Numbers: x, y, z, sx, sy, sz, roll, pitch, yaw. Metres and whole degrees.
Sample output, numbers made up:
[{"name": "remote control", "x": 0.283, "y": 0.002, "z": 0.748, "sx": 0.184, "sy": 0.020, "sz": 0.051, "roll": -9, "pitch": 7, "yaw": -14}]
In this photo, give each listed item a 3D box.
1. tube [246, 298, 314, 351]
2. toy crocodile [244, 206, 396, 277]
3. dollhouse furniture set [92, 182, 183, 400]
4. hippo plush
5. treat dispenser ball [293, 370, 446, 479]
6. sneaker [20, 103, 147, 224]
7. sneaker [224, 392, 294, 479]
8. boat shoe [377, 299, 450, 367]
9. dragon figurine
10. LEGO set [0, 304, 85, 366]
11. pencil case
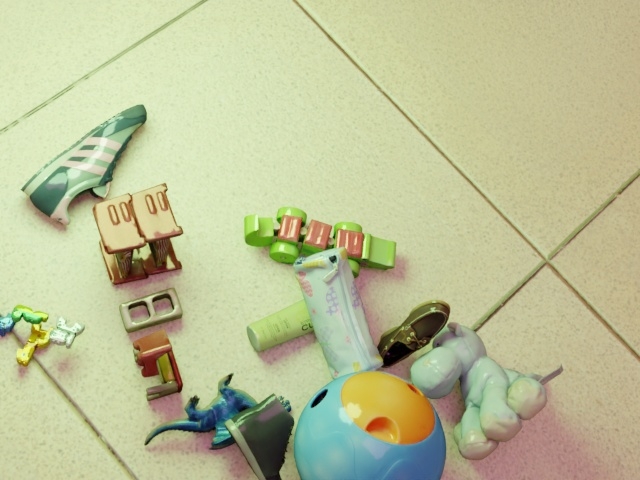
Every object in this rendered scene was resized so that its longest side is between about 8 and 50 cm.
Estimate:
[{"name": "tube", "x": -0.038, "y": 0.162, "z": 1.853, "sx": 0.240, "sy": 0.070, "sz": 0.062, "roll": -20, "pitch": 33, "yaw": -23}, {"name": "toy crocodile", "x": 0.000, "y": 0.000, "z": 1.892, "sx": 0.341, "sy": 0.105, "sz": 0.115, "roll": 14, "pitch": 69, "yaw": -6}, {"name": "dollhouse furniture set", "x": -0.324, "y": 0.105, "z": 1.742, "sx": 0.152, "sy": 0.201, "sz": 0.374, "roll": -17, "pitch": 73, "yaw": -16}, {"name": "hippo plush", "x": 0.323, "y": 0.272, "z": 1.783, "sx": 0.294, "sy": 0.234, "sz": 0.236, "roll": -41, "pitch": 82, "yaw": -20}, {"name": "treat dispenser ball", "x": 0.094, "y": 0.392, "z": 1.668, "sx": 0.288, "sy": 0.288, "sz": 0.288, "roll": 3, "pitch": 70, "yaw": -9}, {"name": "sneaker", "x": -0.474, "y": -0.162, "z": 1.878, "sx": 0.319, "sy": 0.112, "sz": 0.131, "roll": -42, "pitch": 99, "yaw": -18}, {"name": "sneaker", "x": -0.083, "y": 0.405, "z": 1.690, "sx": 0.118, "sy": 0.083, "sz": 0.222, "roll": -32, "pitch": 118, "yaw": -12}, {"name": "boat shoe", "x": 0.191, "y": 0.197, "z": 1.801, "sx": 0.073, "sy": 0.207, "sz": 0.073, "roll": 32, "pitch": 43, "yaw": -12}, {"name": "dragon figurine", "x": -0.195, "y": 0.361, "z": 1.734, "sx": 0.289, "sy": 0.085, "sz": 0.144, "roll": -30, "pitch": 78, "yaw": -20}, {"name": "LEGO set", "x": -0.589, "y": 0.186, "z": 1.723, "sx": 0.227, "sy": 0.087, "sz": 0.093, "roll": 19, "pitch": 53, "yaw": -3}, {"name": "pencil case", "x": 0.039, "y": 0.148, "z": 1.795, "sx": 0.114, "sy": 0.124, "sz": 0.273, "roll": -20, "pitch": 94, "yaw": -38}]
